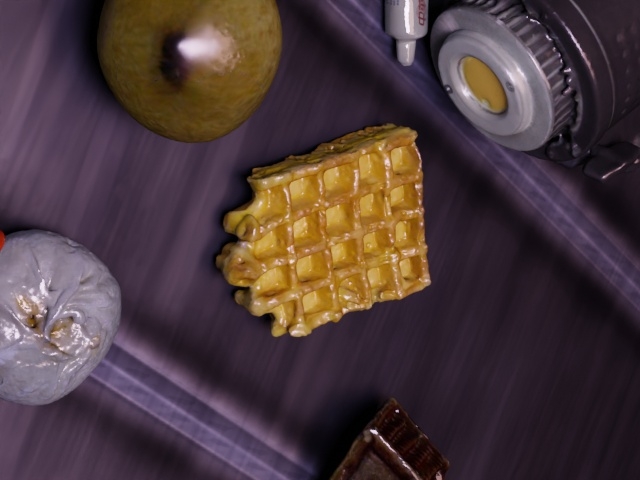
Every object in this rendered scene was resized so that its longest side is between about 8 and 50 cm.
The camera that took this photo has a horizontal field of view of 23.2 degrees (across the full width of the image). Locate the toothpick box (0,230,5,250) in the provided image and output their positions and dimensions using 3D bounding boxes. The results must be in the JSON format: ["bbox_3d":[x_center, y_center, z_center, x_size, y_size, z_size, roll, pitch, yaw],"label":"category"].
[{"bbox_3d":[-0.277,-0.019,1.165,0.047,0.047,0.083,-47,126,-18],"label":"toothpick box"}]

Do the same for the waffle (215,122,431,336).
[{"bbox_3d":[0.000,0.000,1.387,0.211,0.055,0.160,-22,115,-33],"label":"waffle"}]

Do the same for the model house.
[{"bbox_3d":[0.066,0.226,1.496,0.165,0.106,0.152,-34,117,-69],"label":"model house"}]

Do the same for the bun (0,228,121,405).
[{"bbox_3d":[-0.217,0.063,1.216,0.141,0.083,0.141,-13,113,-33],"label":"bun"}]

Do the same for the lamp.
[{"bbox_3d":[0.232,-0.213,1.406,0.272,0.205,0.374,-21,127,-37],"label":"lamp"}]

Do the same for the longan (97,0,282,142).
[{"bbox_3d":[-0.097,-0.158,1.215,0.154,0.145,0.176,-56,176,18],"label":"longan"}]

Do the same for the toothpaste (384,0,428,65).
[{"bbox_3d":[0.076,-0.271,1.380,0.060,0.038,0.233,-12,108,-40],"label":"toothpaste"}]
